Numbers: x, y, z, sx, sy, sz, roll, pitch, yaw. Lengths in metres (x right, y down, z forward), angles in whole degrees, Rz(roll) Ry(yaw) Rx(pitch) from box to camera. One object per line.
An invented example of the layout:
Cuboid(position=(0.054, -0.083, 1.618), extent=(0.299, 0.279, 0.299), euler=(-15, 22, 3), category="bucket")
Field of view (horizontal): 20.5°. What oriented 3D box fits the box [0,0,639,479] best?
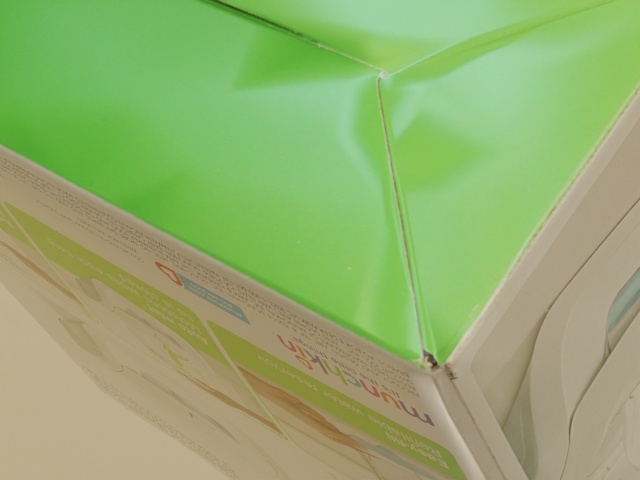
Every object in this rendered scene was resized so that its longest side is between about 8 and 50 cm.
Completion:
Cuboid(position=(0.000, 0.000, 0.536), extent=(0.262, 0.127, 0.231), euler=(26, -19, 36), category="box")
